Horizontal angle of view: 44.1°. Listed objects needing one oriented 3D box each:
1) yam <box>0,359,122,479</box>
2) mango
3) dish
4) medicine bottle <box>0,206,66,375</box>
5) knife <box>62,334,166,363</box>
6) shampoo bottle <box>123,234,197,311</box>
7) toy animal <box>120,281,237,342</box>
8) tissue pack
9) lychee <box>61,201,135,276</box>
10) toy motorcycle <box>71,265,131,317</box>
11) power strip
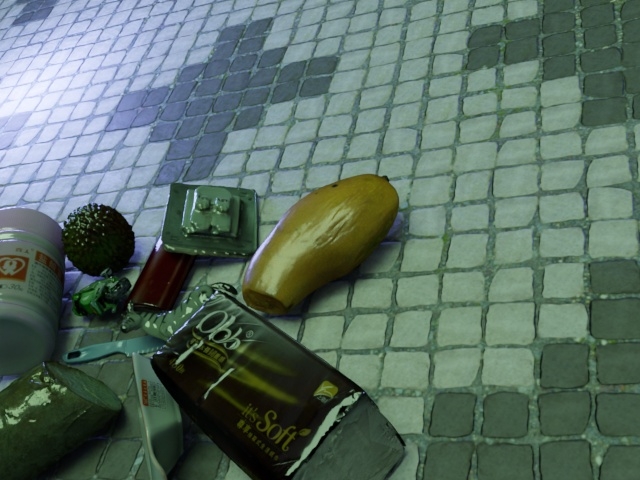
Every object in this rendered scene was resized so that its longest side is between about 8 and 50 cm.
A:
[{"bbox_3d":[-0.523,0.335,1.401,0.304,0.168,0.168,-37,43,-8],"label":"yam"},{"bbox_3d":[-0.003,-0.001,1.478,0.359,0.144,0.187,-36,40,-6],"label":"mango"},{"bbox_3d":[-0.267,0.311,1.322,0.064,0.154,0.234,-7,40,-16],"label":"dish"},{"bbox_3d":[-0.643,0.101,1.652,0.202,0.202,0.316,-20,44,8],"label":"medicine bottle"},{"bbox_3d":[-0.373,0.209,1.551,0.312,0.019,0.045,-13,52,14],"label":"knife"},{"bbox_3d":[-0.313,0.047,1.642,0.102,0.064,0.260,0,48,24],"label":"shampoo bottle"},{"bbox_3d":[-0.259,0.143,1.495,0.217,0.073,0.176,-37,60,-13],"label":"toy animal"},{"bbox_3d":[-0.077,0.258,1.223,0.370,0.210,0.198,29,74,42],"label":"tissue pack"},{"bbox_3d":[-0.484,-0.004,1.704,0.171,0.171,0.171,-14,44,14],"label":"lychee"},{"bbox_3d":[-0.457,0.114,1.626,0.106,0.074,0.190,-46,22,-27],"label":"toy motorcycle"},{"bbox_3d":[-0.228,-0.059,1.649,0.198,0.065,0.213,3,43,-9],"label":"power strip"}]
